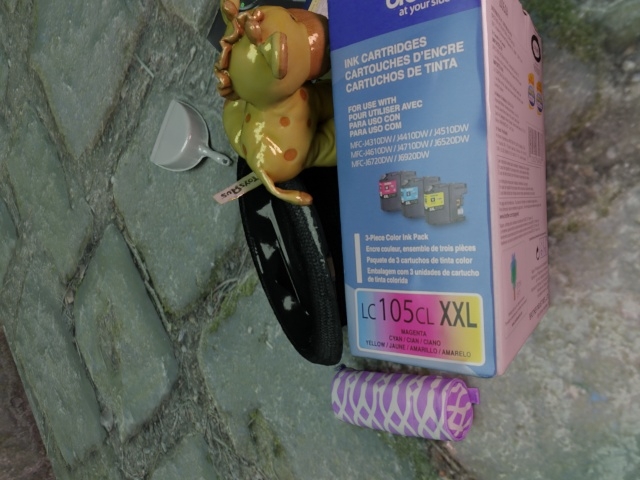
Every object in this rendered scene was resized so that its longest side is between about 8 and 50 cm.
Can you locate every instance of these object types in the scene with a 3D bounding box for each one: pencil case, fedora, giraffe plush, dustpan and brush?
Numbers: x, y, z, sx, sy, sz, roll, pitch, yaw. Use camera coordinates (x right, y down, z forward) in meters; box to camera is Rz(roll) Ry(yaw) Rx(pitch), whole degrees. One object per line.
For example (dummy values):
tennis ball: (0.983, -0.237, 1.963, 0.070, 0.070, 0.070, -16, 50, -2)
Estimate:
pencil case: (0.111, 0.230, 0.675, 0.206, 0.088, 0.086, -5, 88, 41)
fedora: (0.000, 0.000, 0.675, 0.334, 0.152, 0.334, 49, 148, 45)
giraffe plush: (-0.042, -0.157, 0.476, 0.181, 0.210, 0.170, 23, 142, 23)
dustpan and brush: (-0.262, -0.195, 0.975, 0.211, 0.060, 0.147, 31, 101, 41)

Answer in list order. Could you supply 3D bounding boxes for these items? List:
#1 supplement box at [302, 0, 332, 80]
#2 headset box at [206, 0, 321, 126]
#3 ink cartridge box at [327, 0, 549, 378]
supplement box: (0.022, -0.226, 0.543, 0.083, 0.083, 0.056, 20, 81, 11)
headset box: (-0.014, -0.326, 0.693, 0.246, 0.131, 0.283, 50, 123, 24)
ink cartridge box: (0.141, -0.099, 0.495, 0.151, 0.270, 0.395, 1, 95, 33)
